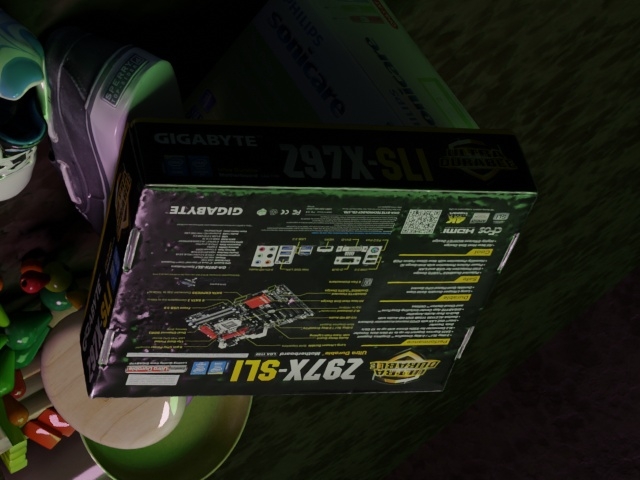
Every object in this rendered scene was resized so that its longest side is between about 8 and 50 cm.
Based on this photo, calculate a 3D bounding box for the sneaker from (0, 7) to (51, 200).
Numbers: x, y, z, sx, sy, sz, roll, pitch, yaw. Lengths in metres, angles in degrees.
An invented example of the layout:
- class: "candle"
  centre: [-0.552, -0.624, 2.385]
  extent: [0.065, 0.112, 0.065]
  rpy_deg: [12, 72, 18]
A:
- class: "sneaker"
  centre: [-0.240, -0.082, 1.198]
  extent: [0.085, 0.086, 0.237]
  rpy_deg: [-30, 163, -20]

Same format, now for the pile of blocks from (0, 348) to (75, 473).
- class: "pile of blocks"
  centre: [-0.386, 0.224, 1.670]
  extent: [0.362, 0.112, 0.149]
  rpy_deg: [-17, 154, -44]

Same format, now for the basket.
- class: "basket"
  centre: [-0.251, 0.239, 1.893]
  extent: [0.227, 0.154, 0.204]
  rpy_deg: [-30, 139, -1]

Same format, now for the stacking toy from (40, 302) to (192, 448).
- class: "stacking toy"
  centre: [-0.138, 0.057, 1.551]
  extent: [0.141, 0.141, 0.330]
  rpy_deg: [-47, -176, 33]

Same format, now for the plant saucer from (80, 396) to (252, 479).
- class: "plant saucer"
  centre: [-0.178, 0.155, 1.758]
  extent: [0.241, 0.241, 0.037]
  rpy_deg: [-20, -167, -40]

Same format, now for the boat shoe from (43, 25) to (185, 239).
- class: "boat shoe"
  centre: [-0.173, -0.070, 1.321]
  extent: [0.108, 0.102, 0.301]
  rpy_deg: [-55, 164, -21]

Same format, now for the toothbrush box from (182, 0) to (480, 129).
- class: "toothbrush box"
  centre: [-0.020, -0.065, 1.436]
  extent: [0.122, 0.206, 0.283]
  rpy_deg: [-9, 148, -53]

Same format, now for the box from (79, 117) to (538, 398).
- class: "box"
  centre: [-0.016, 0.021, 1.297]
  extent: [0.322, 0.079, 0.257]
  rpy_deg: [0, 139, -19]

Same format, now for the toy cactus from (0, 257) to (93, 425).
- class: "toy cactus"
  centre: [-0.269, 0.083, 1.568]
  extent: [0.180, 0.112, 0.219]
  rpy_deg: [-30, 154, -49]
